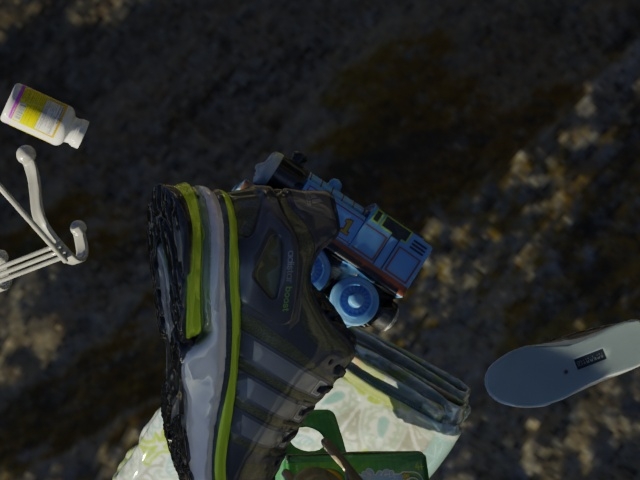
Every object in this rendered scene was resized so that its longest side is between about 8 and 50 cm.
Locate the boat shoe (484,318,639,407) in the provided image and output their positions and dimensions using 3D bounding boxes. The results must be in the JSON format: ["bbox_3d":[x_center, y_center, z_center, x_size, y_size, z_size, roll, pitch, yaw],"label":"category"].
[{"bbox_3d":[0.263,0.131,1.702,0.183,0.083,0.065,-17,84,5],"label":"boat shoe"}]

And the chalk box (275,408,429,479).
[{"bbox_3d":[0.006,0.317,1.719,0.179,0.180,0.288,-30,64,55],"label":"chalk box"}]

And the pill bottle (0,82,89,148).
[{"bbox_3d":[-0.279,-0.124,1.648,0.043,0.083,0.043,-60,13,23],"label":"pill bottle"}]

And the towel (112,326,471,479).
[{"bbox_3d":[-0.035,0.242,1.965,0.374,0.321,0.090,-57,6,30],"label":"towel"}]

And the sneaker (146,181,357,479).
[{"bbox_3d":[-0.037,0.095,1.042,0.121,0.300,0.111,-9,34,-13],"label":"sneaker"}]

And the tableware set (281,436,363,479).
[{"bbox_3d":[0.030,0.273,1.345,0.039,0.194,0.128,-33,11,31],"label":"tableware set"}]

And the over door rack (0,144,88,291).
[{"bbox_3d":[-0.437,-0.048,1.763,0.240,0.324,0.108,-21,52,20],"label":"over door rack"}]

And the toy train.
[{"bbox_3d":[0.000,0.000,1.377,0.105,0.184,0.080,-57,7,-10],"label":"toy train"}]
